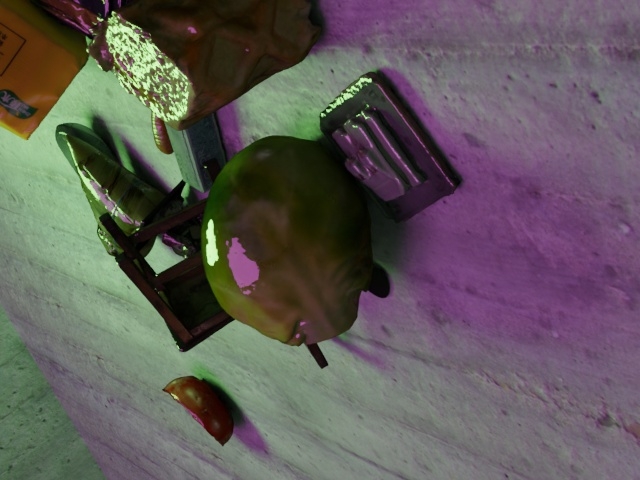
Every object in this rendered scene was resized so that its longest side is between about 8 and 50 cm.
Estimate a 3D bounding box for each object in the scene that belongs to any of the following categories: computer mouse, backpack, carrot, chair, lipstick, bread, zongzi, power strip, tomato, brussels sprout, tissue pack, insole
[{"bbox_3d":[-0.511,-0.189,2.193,0.113,0.068,0.229,11,145,30],"label":"computer mouse"},{"bbox_3d":[-0.363,-0.425,1.650,0.258,0.133,0.206,35,139,18],"label":"backpack"},{"bbox_3d":[-0.299,-0.255,1.835,0.048,0.048,0.216,32,141,33],"label":"carrot"},{"bbox_3d":[-0.190,0.099,1.787,0.203,0.240,0.416,48,165,55],"label":"chair"},{"bbox_3d":[-0.234,-0.216,1.740,0.076,0.077,0.290,28,144,37],"label":"lipstick"},{"bbox_3d":[-0.157,-0.287,1.367,0.238,0.252,0.196,37,150,19],"label":"bread"},{"bbox_3d":[-0.474,-0.087,2.163,0.274,0.125,0.251,38,145,3],"label":"zongzi"},{"bbox_3d":[0.080,-0.119,1.408,0.213,0.064,0.198,51,154,-1],"label":"power strip"},{"bbox_3d":[-0.308,0.434,2.583,0.228,0.101,0.228,40,164,14],"label":"tomato"},{"bbox_3d":[-0.037,0.001,1.520,0.268,0.344,0.344,-9,119,29],"label":"brussels sprout"},{"bbox_3d":[-0.633,-0.389,1.754,0.382,0.228,0.293,33,-171,-26],"label":"tissue pack"},{"bbox_3d":[0.000,0.000,1.723,0.322,0.007,0.109,35,149,27],"label":"insole"}]

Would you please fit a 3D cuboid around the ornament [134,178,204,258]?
[{"bbox_3d":[-0.254,0.005,1.980,0.196,0.166,0.153,37,143,0],"label":"ornament"}]
